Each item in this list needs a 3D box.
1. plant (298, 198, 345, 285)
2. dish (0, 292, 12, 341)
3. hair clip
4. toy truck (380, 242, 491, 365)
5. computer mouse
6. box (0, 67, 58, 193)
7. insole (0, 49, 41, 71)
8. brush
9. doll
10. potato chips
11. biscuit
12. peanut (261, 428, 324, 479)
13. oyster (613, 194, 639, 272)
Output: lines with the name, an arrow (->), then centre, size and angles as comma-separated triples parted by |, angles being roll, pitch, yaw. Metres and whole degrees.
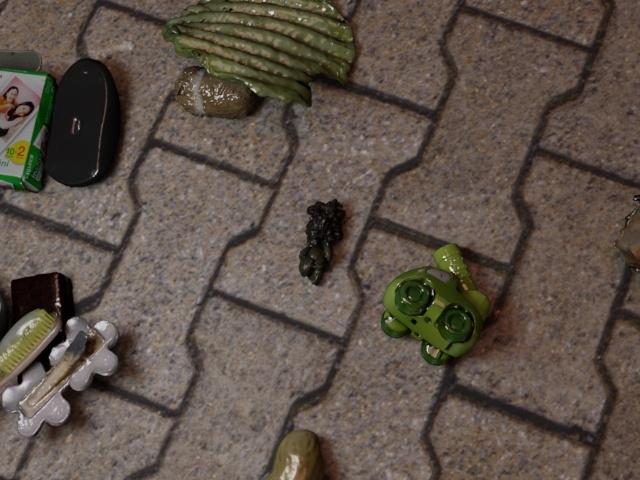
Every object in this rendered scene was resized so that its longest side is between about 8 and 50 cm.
plant -> 0.000, 0.000, 1.807 | 0.085, 0.087, 0.174 | 18, 81, -15
dish -> -0.651, 0.172, 1.793 | 0.246, 0.078, 0.224 | -7, 67, 47
hair clip -> -0.480, 0.249, 1.724 | 0.146, 0.075, 0.257 | 41, 89, 16
toy truck -> 0.232, 0.120, 1.723 | 0.210, 0.148, 0.187 | -31, 70, -29
computer mouse -> -0.482, -0.236, 1.912 | 0.137, 0.086, 0.270 | 6, 84, 16
box -> -0.644, -0.228, 1.919 | 0.180, 0.103, 0.250 | 7, 76, 8
insole -> -0.719, -0.393, 2.021 | 0.231, 0.003, 0.080 | 7, 76, 8
brush -> -0.608, 0.245, 1.728 | 0.313, 0.072, 0.067 | -48, 119, -1
doll -> -0.189, -0.300, 1.890 | 0.221, 0.115, 0.105 | 3, 103, -1
potato chips -> -0.133, -0.409, 1.879 | 0.389, 0.097, 0.373 | 28, 45, 15
biscuit -> -0.538, 0.190, 1.813 | 0.106, 0.070, 0.252 | -11, 74, 4
peanut -> -0.064, 0.455, 1.673 | 0.120, 0.110, 0.237 | 14, 75, 23
oyster -> 0.688, -0.061, 1.720 | 0.197, 0.133, 0.337 | 30, 78, 15
